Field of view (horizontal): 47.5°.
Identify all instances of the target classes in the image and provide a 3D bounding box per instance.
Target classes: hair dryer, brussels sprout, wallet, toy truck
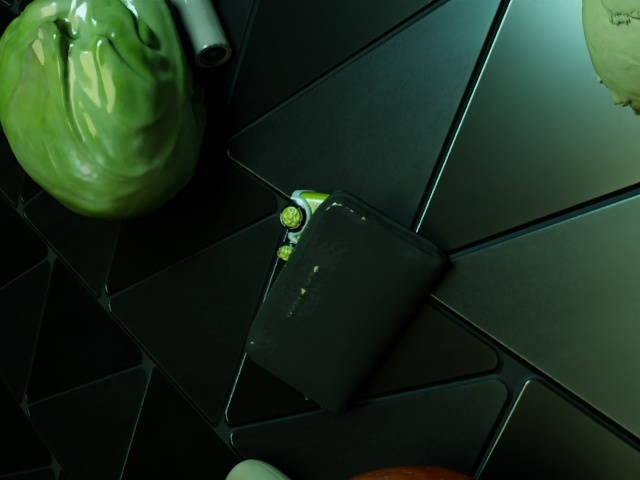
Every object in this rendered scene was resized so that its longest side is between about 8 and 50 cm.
[{"bbox_3d":[-0.134,-0.362,0.922,0.220,0.054,0.195,-42,65,49],"label":"hair dryer"},{"bbox_3d":[-0.289,-0.182,0.977,0.328,0.247,0.327,9,109,29],"label":"brussels sprout"},{"bbox_3d":[0.016,0.075,0.787,0.149,0.044,0.250,33,118,2],"label":"wallet"},{"bbox_3d":[0.000,0.000,0.826,0.077,0.076,0.111,6,97,24],"label":"toy truck"}]

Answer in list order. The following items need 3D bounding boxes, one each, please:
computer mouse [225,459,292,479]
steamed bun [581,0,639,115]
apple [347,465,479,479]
[{"bbox_3d":[-0.048,0.369,0.875,0.236,0.082,0.145,35,114,39],"label":"computer mouse"},{"bbox_3d":[0.284,-0.201,0.471,0.232,0.166,0.272,29,111,38],"label":"steamed bun"},{"bbox_3d":[0.077,0.329,0.635,0.216,0.261,0.260,-147,64,-65],"label":"apple"}]
